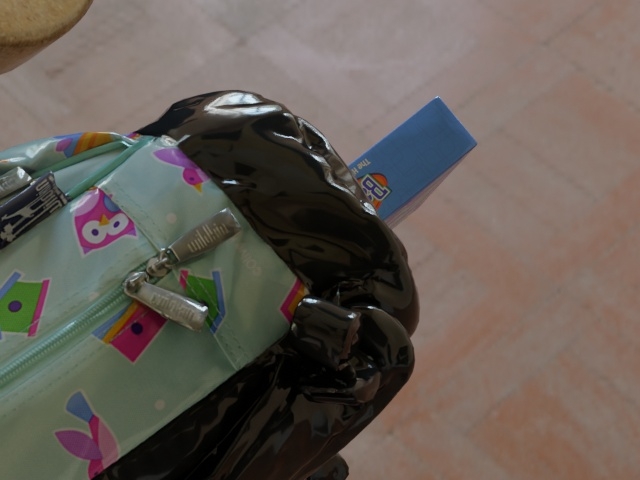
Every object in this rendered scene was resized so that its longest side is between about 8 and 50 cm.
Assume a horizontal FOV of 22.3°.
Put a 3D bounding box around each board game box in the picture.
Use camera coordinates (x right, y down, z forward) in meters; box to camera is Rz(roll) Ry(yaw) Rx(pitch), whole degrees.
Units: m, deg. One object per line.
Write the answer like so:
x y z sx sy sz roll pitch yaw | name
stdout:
0.000 0.000 1.133 0.210 0.160 0.047 -38 86 -17 | board game box

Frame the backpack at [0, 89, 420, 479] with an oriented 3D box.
-0.077 0.048 0.387 0.182 0.152 0.115 -31 70 -19 | backpack

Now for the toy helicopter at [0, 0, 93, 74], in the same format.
-0.151 -0.219 0.583 0.235 0.140 0.355 7 62 -44 | toy helicopter
